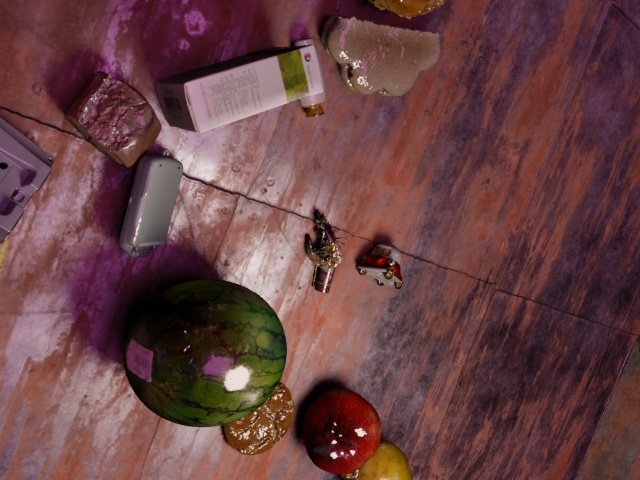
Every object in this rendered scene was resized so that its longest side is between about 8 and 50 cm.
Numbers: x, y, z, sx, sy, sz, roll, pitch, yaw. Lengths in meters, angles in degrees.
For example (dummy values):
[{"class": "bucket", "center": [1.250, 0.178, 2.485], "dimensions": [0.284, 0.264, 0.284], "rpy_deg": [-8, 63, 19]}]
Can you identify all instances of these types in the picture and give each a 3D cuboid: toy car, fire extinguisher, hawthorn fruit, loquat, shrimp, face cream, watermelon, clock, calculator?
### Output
[{"class": "toy car", "center": [0.185, 0.065, 1.711], "dimensions": [0.139, 0.112, 0.112], "rpy_deg": [35, 69, -44]}, {"class": "fire extinguisher", "center": [0.021, 0.061, 1.635], "dimensions": [0.064, 0.043, 0.158], "rpy_deg": [16, 98, 8]}, {"class": "hawthorn fruit", "center": [0.081, 0.554, 1.736], "dimensions": [0.266, 0.210, 0.230], "rpy_deg": [35, 76, -47]}, {"class": "loquat", "center": [0.158, 0.701, 1.817], "dimensions": [0.246, 0.213, 0.213], "rpy_deg": [20, 94, -40]}, {"class": "shrimp", "center": [0.000, 0.000, 1.588], "dimensions": [0.091, 0.034, 0.161], "rpy_deg": [-19, 96, 2]}, {"class": "face cream", "center": [-0.027, -0.389, 1.455], "dimensions": [0.072, 0.051, 0.182], "rpy_deg": [-21, 114, -26]}, {"class": "watermelon", "center": [-0.251, 0.247, 1.350], "dimensions": [0.363, 0.363, 0.363], "rpy_deg": [-10, 110, -29]}, {"class": "clock", "center": [-0.615, -0.120, 1.092], "dimensions": [0.186, 0.083, 0.253], "rpy_deg": [43, 47, -35]}, {"class": "calculator", "center": [-0.362, -0.079, 1.308], "dimensions": [0.141, 0.045, 0.246], "rpy_deg": [-13, 121, -72]}]

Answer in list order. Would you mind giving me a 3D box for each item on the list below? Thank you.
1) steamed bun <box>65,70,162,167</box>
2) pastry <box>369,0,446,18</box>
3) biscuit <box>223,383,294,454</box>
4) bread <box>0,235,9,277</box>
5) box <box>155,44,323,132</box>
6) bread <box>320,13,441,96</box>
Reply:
[{"class": "steamed bun", "center": [-0.411, -0.244, 1.227], "dimensions": [0.175, 0.106, 0.145], "rpy_deg": [42, 82, -32]}, {"class": "pastry", "center": [0.191, -0.682, 1.432], "dimensions": [0.255, 0.162, 0.311], "rpy_deg": [-10, 101, -18]}, {"class": "biscuit", "center": [-0.164, 0.484, 1.654], "dimensions": [0.226, 0.042, 0.226], "rpy_deg": [-9, 109, -29]}, {"class": "bread", "center": [-0.720, 0.041, 1.144], "dimensions": [0.183, 0.224, 0.211], "rpy_deg": [21, 135, -41]}, {"class": "box", "center": [-0.174, -0.329, 1.291], "dimensions": [0.299, 0.200, 0.106], "rpy_deg": [-25, 116, -23]}, {"class": "bread", "center": [0.153, -0.456, 1.516], "dimensions": [0.337, 0.102, 0.183], "rpy_deg": [-3, 107, -30]}]
